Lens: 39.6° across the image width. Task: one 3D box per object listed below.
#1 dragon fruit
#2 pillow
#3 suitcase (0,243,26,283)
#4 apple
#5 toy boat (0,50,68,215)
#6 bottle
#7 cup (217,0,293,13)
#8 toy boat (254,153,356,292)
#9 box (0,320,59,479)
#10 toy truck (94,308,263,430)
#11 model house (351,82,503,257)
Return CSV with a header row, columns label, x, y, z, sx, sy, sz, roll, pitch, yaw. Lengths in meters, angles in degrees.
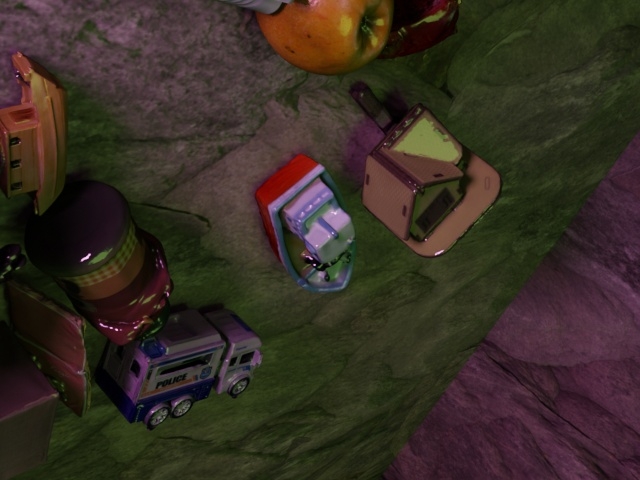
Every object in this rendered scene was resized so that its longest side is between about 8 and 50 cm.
label,x,y,z,sx,sy,sz,roll,pitch,yaw
dragon fruit,0.112,-0.296,1.277,0.161,0.127,0.120,-40,145,-13
pillow,-0.363,0.145,1.195,0.043,0.126,0.232,-55,166,-39
suitcase,-0.423,-0.001,0.822,0.235,0.143,0.194,-36,143,-26
apple,0.008,-0.290,1.086,0.182,0.155,0.182,-37,153,-23
toy boat,-0.321,-0.113,0.972,0.077,0.057,0.200,-18,142,-33
bottle,-0.266,0.048,1.159,0.271,0.143,0.156,72,23,-57
cup,-0.089,-0.300,0.968,0.129,0.128,0.095,-7,136,-48
toy boat,0.000,0.000,1.507,0.145,0.133,0.332,-42,154,-11
box,-0.476,0.234,1.122,0.231,0.149,0.155,-20,144,-41
toy truck,-0.219,0.191,1.467,0.268,0.124,0.155,-12,133,-47
model house,0.146,-0.131,1.461,0.205,0.218,0.279,-47,149,0
